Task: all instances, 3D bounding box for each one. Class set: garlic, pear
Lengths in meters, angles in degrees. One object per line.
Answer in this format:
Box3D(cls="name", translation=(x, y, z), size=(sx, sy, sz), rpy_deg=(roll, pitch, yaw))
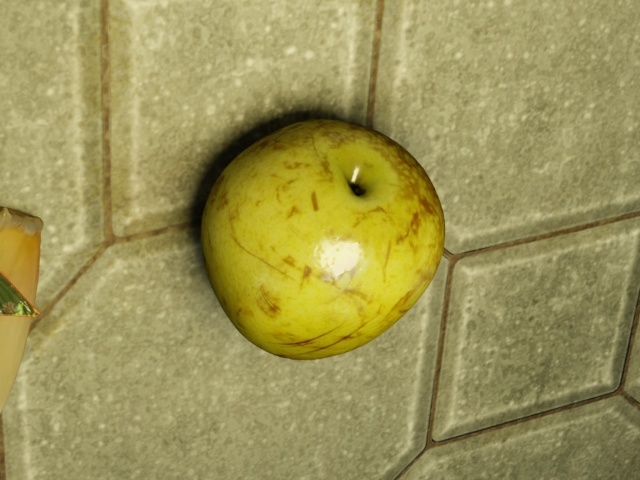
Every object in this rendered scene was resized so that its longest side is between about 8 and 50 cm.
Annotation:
Box3D(cls="garlic", translation=(-0.390, 0.104, 1.813), size=(0.143, 0.112, 0.318), rpy_deg=(5, 114, -48))
Box3D(cls="pear", translation=(0.000, 0.000, 1.873), size=(0.283, 0.283, 0.284), rpy_deg=(-16, 129, -20))

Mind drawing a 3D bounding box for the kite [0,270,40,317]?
Box3D(cls="kite", translation=(-0.451, 0.011, 1.718), size=(0.321, 0.016, 0.234), rpy_deg=(2, 97, -2))
